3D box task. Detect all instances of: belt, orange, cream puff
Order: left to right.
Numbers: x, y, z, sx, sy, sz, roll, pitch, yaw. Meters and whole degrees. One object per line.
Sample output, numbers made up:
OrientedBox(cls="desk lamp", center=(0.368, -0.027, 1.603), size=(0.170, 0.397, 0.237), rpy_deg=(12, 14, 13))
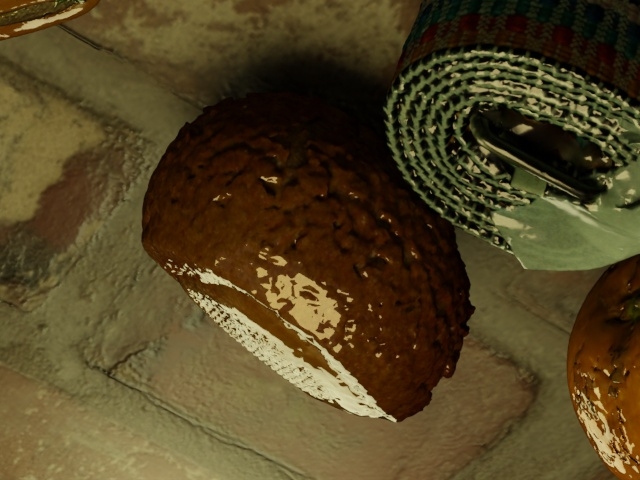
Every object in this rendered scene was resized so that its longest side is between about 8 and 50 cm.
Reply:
OrientedBox(cls="cream puff", center=(0.000, 0.000, 1.600), size=(0.303, 0.212, 0.303), rpy_deg=(36, 172, 6))
OrientedBox(cls="belt", center=(0.177, -0.090, 1.488), size=(0.257, 0.150, 0.207), rpy_deg=(28, 139, -9))
OrientedBox(cls="orange", center=(0.325, 0.104, 1.575), size=(0.246, 0.246, 0.246), rpy_deg=(10, 138, 10))

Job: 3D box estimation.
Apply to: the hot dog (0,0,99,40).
OrientedBox(cls="hot dog", center=(-0.287, -0.203, 1.602), size=(0.250, 0.068, 0.100), rpy_deg=(-11, 131, 30))
